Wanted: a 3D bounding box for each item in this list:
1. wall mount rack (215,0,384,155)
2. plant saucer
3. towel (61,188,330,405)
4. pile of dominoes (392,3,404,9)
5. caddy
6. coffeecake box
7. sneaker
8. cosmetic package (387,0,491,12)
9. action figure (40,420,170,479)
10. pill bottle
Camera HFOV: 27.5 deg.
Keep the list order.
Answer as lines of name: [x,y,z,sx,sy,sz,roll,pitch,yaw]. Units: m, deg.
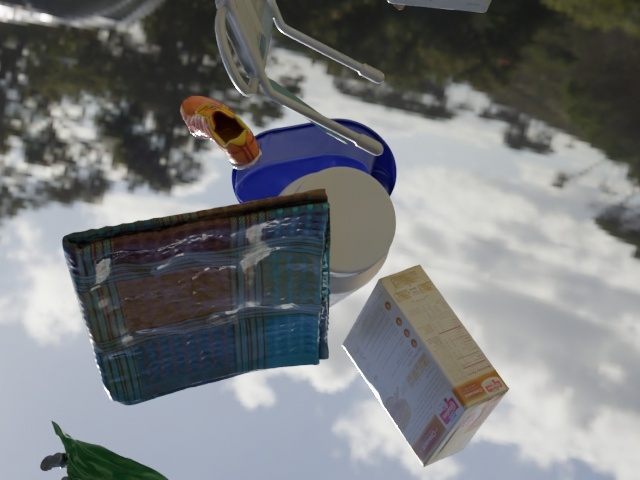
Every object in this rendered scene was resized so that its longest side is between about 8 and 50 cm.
wall mount rack: [-0.028,-0.269,1.695,0.130,0.304,0.350,-17,-148,15]
plant saucer: [-0.031,-0.207,2.029,0.192,0.018,0.067,33,-179,-40]
towel: [-0.120,0.072,1.411,0.271,0.040,0.370,-11,152,-7]
pile of dominoes: [0.124,-0.519,2.172,0.196,0.251,0.040,-35,-168,-35]
caddy: [-0.016,-0.114,2.640,0.341,0.241,0.179,-9,-150,10]
coffeecake box: [0.119,0.147,1.531,0.068,0.142,0.185,-18,-119,-32]
sneaker: [-0.135,-0.160,1.748,0.064,0.067,0.175,-38,-136,-15]
cosmetic package: [0.189,-0.444,1.895,0.151,0.151,0.184,9,-141,16]
action figure: [-0.225,0.305,1.544,0.232,0.063,0.137,33,-155,-43]
pill bottle: [0.000,0.000,1.604,0.153,0.153,0.264,10,167,-10]
